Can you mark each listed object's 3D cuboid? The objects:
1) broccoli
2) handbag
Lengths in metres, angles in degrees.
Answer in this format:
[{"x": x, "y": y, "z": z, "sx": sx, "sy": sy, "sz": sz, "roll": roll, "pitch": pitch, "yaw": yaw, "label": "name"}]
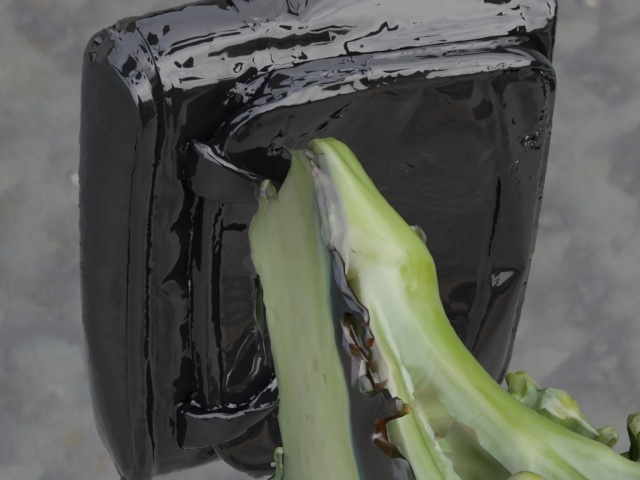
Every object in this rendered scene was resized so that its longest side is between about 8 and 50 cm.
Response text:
[{"x": 0.085, "y": 0.091, "z": 0.548, "sx": 0.180, "sy": 0.242, "sz": 0.273, "roll": -7, "pitch": 81, "yaw": -20, "label": "broccoli"}, {"x": 0.000, "y": 0.000, "z": 0.775, "sx": 0.244, "sy": 0.275, "sz": 0.088, "roll": -12, "pitch": 44, "yaw": -22, "label": "handbag"}]
